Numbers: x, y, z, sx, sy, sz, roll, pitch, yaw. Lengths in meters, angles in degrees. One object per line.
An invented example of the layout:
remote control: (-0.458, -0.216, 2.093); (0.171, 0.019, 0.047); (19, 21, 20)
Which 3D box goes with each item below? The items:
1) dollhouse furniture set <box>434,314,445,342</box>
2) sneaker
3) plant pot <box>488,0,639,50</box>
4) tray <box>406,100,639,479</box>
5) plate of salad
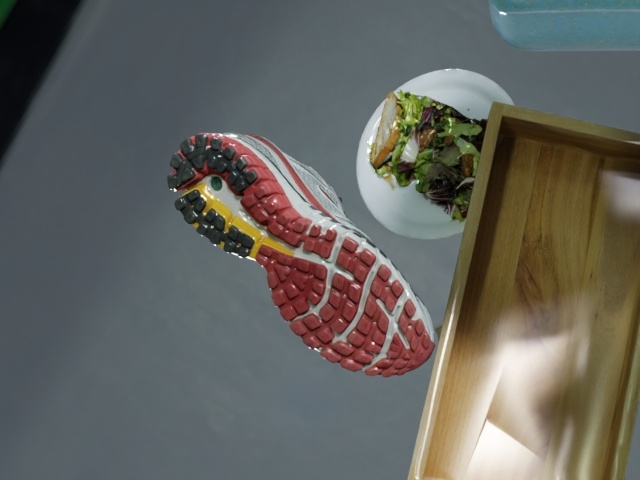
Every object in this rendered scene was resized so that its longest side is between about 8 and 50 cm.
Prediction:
dollhouse furniture set: (0.235, 0.088, 1.707); (0.101, 0.161, 0.182); (-35, 15, 36)
sneaker: (0.000, 0.000, 1.027); (0.088, 0.225, 0.092); (-49, -12, 28)
plant pot: (0.233, -0.245, 1.036); (0.252, 0.247, 0.247); (-24, -66, -54)
tray: (0.227, 0.082, 1.469); (0.076, 0.202, 0.411); (86, -162, -75)
plate of salad: (0.125, -0.099, 1.599); (0.200, 0.200, 0.048); (-59, -32, -2)
